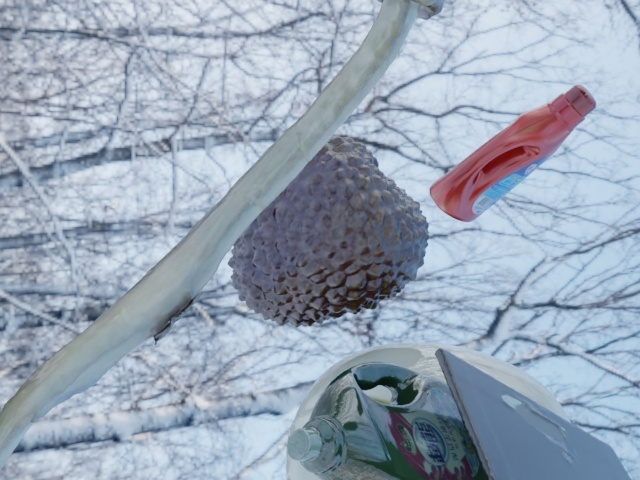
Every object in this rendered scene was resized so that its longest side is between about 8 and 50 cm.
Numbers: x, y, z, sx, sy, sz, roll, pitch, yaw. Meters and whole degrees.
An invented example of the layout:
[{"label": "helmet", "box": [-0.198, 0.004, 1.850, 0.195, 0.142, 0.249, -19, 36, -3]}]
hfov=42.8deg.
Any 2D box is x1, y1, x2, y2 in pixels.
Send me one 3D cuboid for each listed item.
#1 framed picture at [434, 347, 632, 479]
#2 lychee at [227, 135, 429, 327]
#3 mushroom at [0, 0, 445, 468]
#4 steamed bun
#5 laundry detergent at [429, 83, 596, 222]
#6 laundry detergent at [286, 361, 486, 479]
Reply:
[{"label": "framed picture", "box": [0.213, 0.234, 0.605, 0.013, 0.244, 0.324, -48, -152, 20]}, {"label": "lychee", "box": [0.000, 0.000, 1.093, 0.271, 0.271, 0.271, 7, -81, 54]}, {"label": "mushroom", "box": [-0.039, -0.014, 0.346, 0.043, 0.306, 0.068, 30, -18, 26]}, {"label": "steamed bun", "box": [0.142, 0.286, 1.047, 0.334, 0.374, 0.333, -174, -90, -86]}, {"label": "laundry detergent", "box": [0.181, -0.085, 0.763, 0.165, 0.097, 0.049, -42, -110, 24]}, {"label": "laundry detergent", "box": [0.051, 0.158, 0.660, 0.063, 0.211, 0.137, -40, -128, 30]}]
